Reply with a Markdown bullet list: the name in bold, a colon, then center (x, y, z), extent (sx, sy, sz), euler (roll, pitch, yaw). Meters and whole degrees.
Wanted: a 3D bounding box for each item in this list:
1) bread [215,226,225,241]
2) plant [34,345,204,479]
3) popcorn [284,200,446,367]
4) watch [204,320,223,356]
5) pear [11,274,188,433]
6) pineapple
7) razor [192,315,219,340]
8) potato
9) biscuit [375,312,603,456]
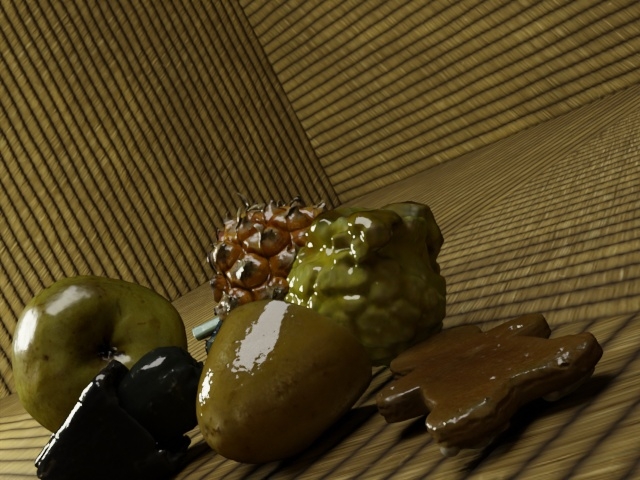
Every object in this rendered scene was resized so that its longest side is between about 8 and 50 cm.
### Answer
- **bread**: center (-0.152, 0.072, 2.003), extent (0.123, 0.244, 0.190), euler (-14, 16, 17)
- **plant**: center (-0.256, 0.249, 1.177), extent (0.256, 0.164, 0.142), euler (-42, 2, -1)
- **popcorn**: center (0.063, 0.044, 1.099), extent (0.251, 0.206, 0.237), euler (98, -167, -44)
- **watch**: center (-0.116, 0.153, 1.496), extent (0.276, 0.068, 0.274), euler (-11, 9, 26)
- **pear**: center (-0.392, 0.212, 1.558), extent (0.304, 0.303, 0.304), euler (-27, 5, 3)
- **pineapple**: center (0.003, 0.000, 1.426), extent (0.286, 0.208, 0.344), euler (-11, 3, 20)
- **razor**: center (-0.192, 0.170, 2.193), extent (0.278, 0.056, 0.111), euler (-33, -32, -1)
- **potato**: center (-0.065, 0.177, 0.986), extent (0.204, 0.178, 0.158), euler (5, 39, 31)
- **biscuit**: center (0.151, 0.133, 0.870), extent (0.197, 0.049, 0.301), euler (-24, 5, -12)
